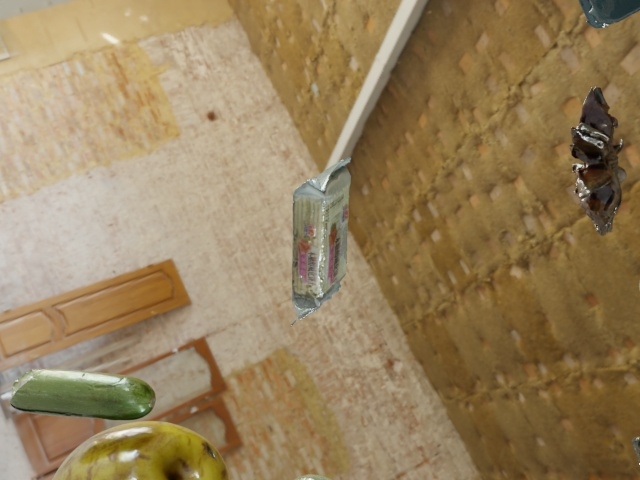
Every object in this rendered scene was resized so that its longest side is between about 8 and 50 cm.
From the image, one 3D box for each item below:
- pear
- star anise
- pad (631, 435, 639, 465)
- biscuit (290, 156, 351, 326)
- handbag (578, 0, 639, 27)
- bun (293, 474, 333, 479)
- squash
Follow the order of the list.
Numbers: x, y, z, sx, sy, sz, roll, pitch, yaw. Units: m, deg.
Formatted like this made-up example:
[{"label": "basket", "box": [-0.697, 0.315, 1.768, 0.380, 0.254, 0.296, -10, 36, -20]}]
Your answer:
[{"label": "pear", "box": [-0.266, 0.402, 0.937, 0.280, 0.281, 0.280, 55, -21, 32]}, {"label": "star anise", "box": [0.504, -0.143, 1.141, 0.088, 0.288, 0.288, -1, -63, 33]}, {"label": "pad", "box": [0.650, 0.387, 1.099, 0.022, 0.174, 0.233, -96, 160, -52]}, {"label": "biscuit", "box": [0.002, -0.001, 1.231, 0.079, 0.186, 0.309, 13, -65, 24]}, {"label": "handbag", "box": [0.524, -0.476, 1.018, 0.179, 0.229, 0.062, 61, 13, -11]}, {"label": "bun", "box": [0.004, 0.425, 0.859, 0.118, 0.195, 0.195, 26, 5, -32]}, {"label": "squash", "box": [-0.355, 0.227, 0.924, 0.069, 0.239, 0.069, 0, 90, -77]}]
